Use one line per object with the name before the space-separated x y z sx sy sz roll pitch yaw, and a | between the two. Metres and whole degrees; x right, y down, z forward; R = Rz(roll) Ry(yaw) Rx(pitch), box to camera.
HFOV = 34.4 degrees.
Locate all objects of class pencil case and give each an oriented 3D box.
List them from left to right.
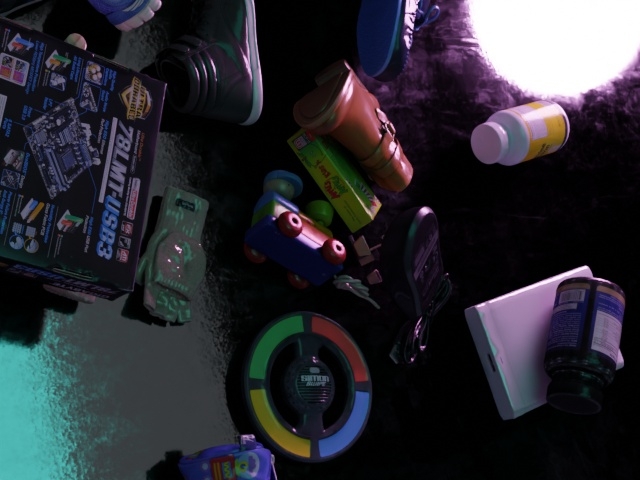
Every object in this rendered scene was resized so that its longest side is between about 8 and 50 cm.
pencil case | -0.098 0.419 1.402 0.133 0.119 0.306 -12 83 -19

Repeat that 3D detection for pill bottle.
pill bottle | 0.368 -0.197 1.921 0.184 0.103 0.103 -18 86 -36
pill bottle | 0.455 0.183 1.796 0.122 0.122 0.219 29 62 -23

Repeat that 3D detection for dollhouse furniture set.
dollhouse furniture set | 0.100 0.017 1.651 0.081 0.114 0.091 -25 90 0

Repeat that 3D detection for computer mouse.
computer mouse | 0.139 0.053 1.652 0.188 0.072 0.272 -56 149 -35

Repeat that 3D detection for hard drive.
hard drive | 0.409 0.179 1.869 0.307 0.040 0.203 -16 84 -35

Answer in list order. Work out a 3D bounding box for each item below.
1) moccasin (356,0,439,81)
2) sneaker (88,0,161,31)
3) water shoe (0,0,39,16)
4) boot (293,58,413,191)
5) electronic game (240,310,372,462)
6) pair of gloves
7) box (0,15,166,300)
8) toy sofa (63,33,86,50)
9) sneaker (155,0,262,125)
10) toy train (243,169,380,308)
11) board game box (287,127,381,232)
moccasin | 0.149 -0.430 1.831 0.116 0.137 0.342 21 65 -32
sneaker | -0.295 -0.486 1.534 0.147 0.129 0.330 27 59 -49
water shoe | -0.412 -0.379 1.472 0.073 0.080 0.203 49 55 -11
boot | 0.060 -0.161 1.653 0.220 0.109 0.283 56 12 -14
electronic game | -0.018 0.220 1.564 0.229 0.048 0.229 11 69 -30
pair of gloves | -0.274 0.005 1.467 0.240 0.042 0.204 15 64 -32
box | -0.347 -0.104 1.250 0.293 0.073 0.296 19 67 -33
toy sofa | -0.435 -0.122 1.332 0.177 0.150 0.362 48 55 -14
sneaker | -0.184 -0.322 1.590 0.146 0.104 0.296 -6 82 -40
toy train | 0.000 0.000 1.628 0.248 0.105 0.143 32 43 -27
board game box | 0.024 -0.108 1.674 0.181 0.043 0.092 54 20 -8
